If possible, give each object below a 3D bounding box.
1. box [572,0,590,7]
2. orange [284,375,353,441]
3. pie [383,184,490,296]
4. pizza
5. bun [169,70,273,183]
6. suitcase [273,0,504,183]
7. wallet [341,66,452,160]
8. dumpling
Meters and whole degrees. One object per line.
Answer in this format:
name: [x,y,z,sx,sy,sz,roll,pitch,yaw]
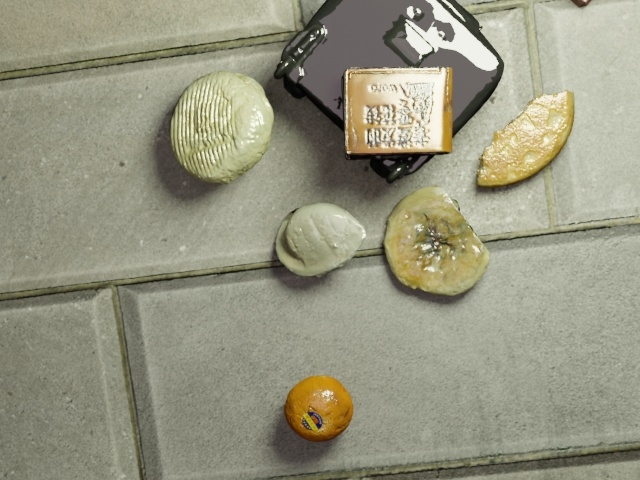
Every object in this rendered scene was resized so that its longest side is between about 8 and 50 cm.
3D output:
box: [0.472,-0.526,1.820,0.156,0.060,0.111,38,96,0]
orange: [-0.001,0.328,1.910,0.135,0.117,0.135,4,105,16]
pie: [0.217,0.012,1.894,0.185,0.052,0.218,-39,89,12]
pizza: [0.394,-0.190,1.856,0.127,0.058,0.246,34,99,0]
bun: [-0.178,-0.218,1.867,0.220,0.134,0.220,-4,82,31]
suitcase: [0.134,-0.323,1.803,0.345,0.188,0.339,43,99,2]
wallet: [0.134,-0.223,1.707,0.195,0.042,0.161,-1,92,3]
dumpling: [-0.001,0.000,1.890,0.176,0.092,0.150,11,93,5]
